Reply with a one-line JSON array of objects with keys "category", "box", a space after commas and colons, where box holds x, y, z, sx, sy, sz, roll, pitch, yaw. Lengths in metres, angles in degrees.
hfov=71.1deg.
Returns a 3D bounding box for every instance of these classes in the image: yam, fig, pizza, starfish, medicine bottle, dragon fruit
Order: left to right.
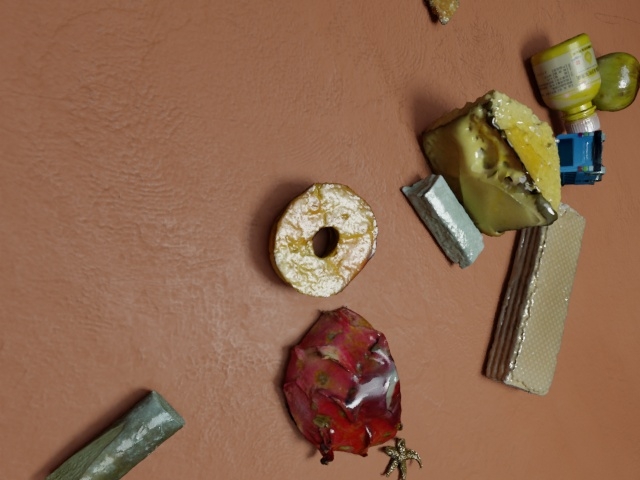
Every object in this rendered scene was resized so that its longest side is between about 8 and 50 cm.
[{"category": "yam", "box": [-0.270, 0.277, 0.595, 0.169, 0.068, 0.068, -37, 105, -24]}, {"category": "dragon fruit", "box": [0.035, 0.255, 0.720, 0.161, 0.126, 0.273, -12, 93, -28]}, {"category": "starfish", "box": [0.152, 0.410, 0.832, 0.078, 0.028, 0.091, -10, 96, -22]}, {"category": "pizza", "box": [0.241, -0.469, 0.910, 0.083, 0.025, 0.078, 12, 78, -20]}, {"category": "medicine bottle", "box": [0.575, -0.347, 1.027, 0.122, 0.122, 0.212, -29, 101, -25]}, {"category": "fig", "box": [0.725, -0.391, 1.107, 0.153, 0.121, 0.136, 45, 65, -19]}]

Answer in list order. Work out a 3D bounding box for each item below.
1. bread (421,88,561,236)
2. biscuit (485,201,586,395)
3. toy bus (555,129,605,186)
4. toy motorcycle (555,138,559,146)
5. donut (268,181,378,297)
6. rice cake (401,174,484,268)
[{"category": "bread", "box": [0.328, -0.143, 0.855, 0.163, 0.204, 0.262, -33, 98, -35]}, {"category": "biscuit", "box": [0.476, 0.114, 0.984, 0.144, 0.078, 0.425, 26, 76, -24]}, {"category": "toy bus", "box": [0.570, -0.177, 0.996, 0.185, 0.106, 0.090, 8, 82, -62]}, {"category": "toy motorcycle", "box": [0.450, -0.185, 0.944, 0.215, 0.080, 0.122, -58, 148, -47]}, {"category": "donut", "box": [-0.002, -0.001, 0.741, 0.174, 0.075, 0.190, 30, 79, -25]}, {"category": "rice cake", "box": [0.248, -0.040, 0.878, 0.069, 0.063, 0.206, -44, 108, -24]}]
